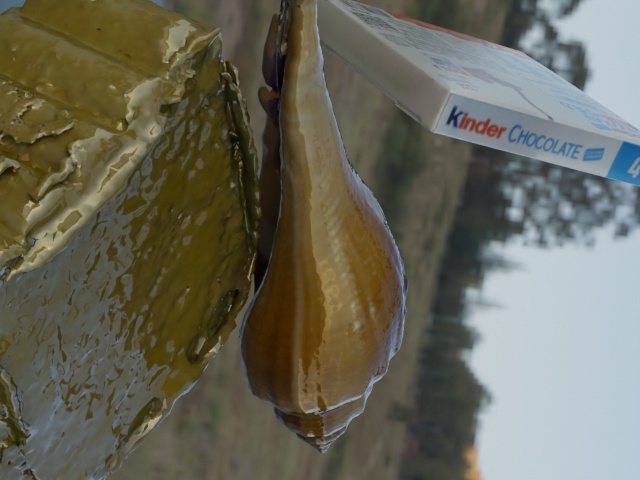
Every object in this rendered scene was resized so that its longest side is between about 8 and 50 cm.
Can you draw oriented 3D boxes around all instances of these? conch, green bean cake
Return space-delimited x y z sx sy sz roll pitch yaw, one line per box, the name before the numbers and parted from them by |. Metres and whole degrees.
conch | 0.005 0.001 0.908 0.109 0.093 0.330 -86 -178 -52
green bean cake | -0.138 0.003 0.836 0.224 0.131 0.230 -50 153 -29

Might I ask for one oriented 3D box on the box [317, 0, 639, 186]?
box | 0.152 -0.142 1.545 0.265 0.273 0.048 45 -63 52
